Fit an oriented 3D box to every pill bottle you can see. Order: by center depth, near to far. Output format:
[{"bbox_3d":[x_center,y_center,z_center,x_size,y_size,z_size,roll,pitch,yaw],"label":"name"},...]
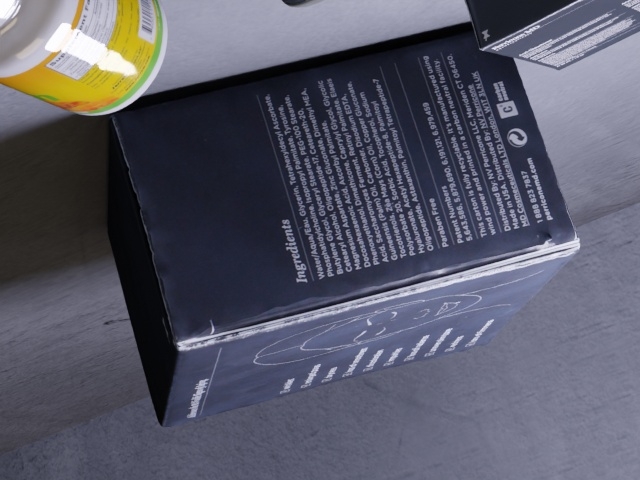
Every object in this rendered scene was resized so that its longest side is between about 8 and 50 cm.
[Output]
[{"bbox_3d":[-0.238,-0.192,1.378,0.136,0.136,0.245,-22,165,18],"label":"pill bottle"}]

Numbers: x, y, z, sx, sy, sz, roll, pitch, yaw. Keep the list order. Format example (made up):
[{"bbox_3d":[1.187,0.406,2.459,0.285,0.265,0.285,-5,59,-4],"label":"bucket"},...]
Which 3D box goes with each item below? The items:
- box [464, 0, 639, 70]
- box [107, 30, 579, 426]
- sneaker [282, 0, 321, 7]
[{"bbox_3d":[0.300,-0.282,1.732,0.261,0.103,0.184,-25,167,31],"label":"box"},{"bbox_3d":[0.000,0.000,2.055,0.471,0.297,0.480,-15,166,-12],"label":"box"},{"bbox_3d":[-0.001,-0.282,1.427,0.130,0.087,0.227,-3,157,-38],"label":"sneaker"}]
